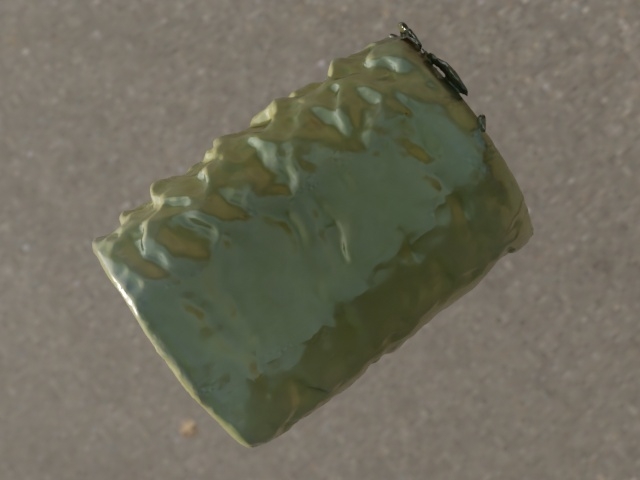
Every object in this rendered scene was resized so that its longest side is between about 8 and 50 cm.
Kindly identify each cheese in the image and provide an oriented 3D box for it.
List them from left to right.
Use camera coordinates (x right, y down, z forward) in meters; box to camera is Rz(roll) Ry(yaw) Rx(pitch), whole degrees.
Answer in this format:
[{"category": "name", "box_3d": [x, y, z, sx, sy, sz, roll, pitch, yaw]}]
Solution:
[{"category": "cheese", "box_3d": [0.000, 0.000, 0.748, 0.123, 0.167, 0.094, 56, 175, -27]}]
